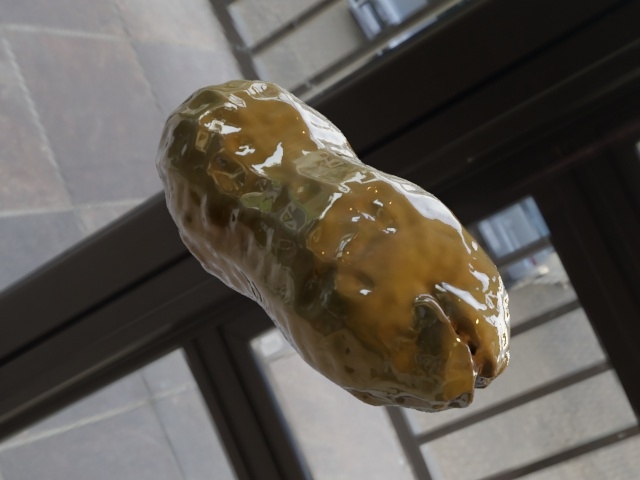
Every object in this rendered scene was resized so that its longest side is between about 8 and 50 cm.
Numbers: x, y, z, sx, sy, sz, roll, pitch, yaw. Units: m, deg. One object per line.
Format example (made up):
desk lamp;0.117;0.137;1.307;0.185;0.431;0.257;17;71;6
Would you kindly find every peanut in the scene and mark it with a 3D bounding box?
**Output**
peanut;0.000;0.000;0.687;0.130;0.130;0.290;25;12;-47
